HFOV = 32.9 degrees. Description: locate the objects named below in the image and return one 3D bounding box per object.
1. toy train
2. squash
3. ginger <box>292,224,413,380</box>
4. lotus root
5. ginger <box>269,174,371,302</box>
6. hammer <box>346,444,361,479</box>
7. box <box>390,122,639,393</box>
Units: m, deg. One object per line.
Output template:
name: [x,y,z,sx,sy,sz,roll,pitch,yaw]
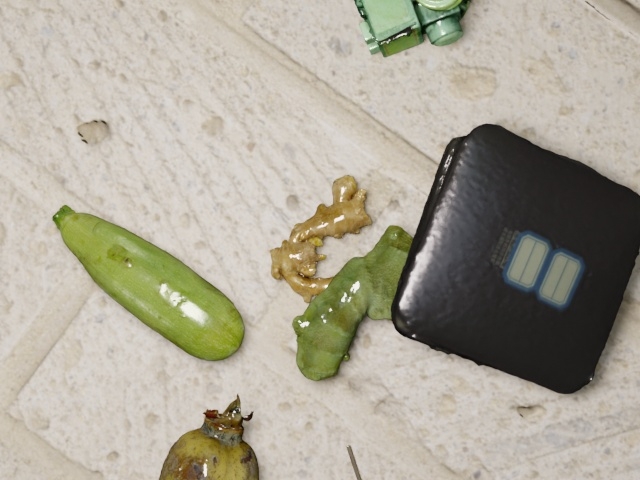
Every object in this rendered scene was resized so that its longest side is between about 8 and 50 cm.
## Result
toy train: [0.131,-0.432,1.739,0.188,0.159,0.272,-21,85,7]
squash: [-0.277,0.060,1.706,0.370,0.118,0.118,37,85,4]
ginger: [0.069,0.100,1.713,0.290,0.089,0.137,-39,127,-18]
lotus root: [-0.170,0.365,1.668,0.154,0.154,0.278,11,87,0]
ginger: [0.000,0.000,1.745,0.176,0.052,0.193,-11,86,-7]
hammer: [0.061,0.381,1.730,0.035,0.019,0.110,-18,83,-2]
box: [0.315,0.032,1.704,0.350,0.091,0.359,22,85,-10]
